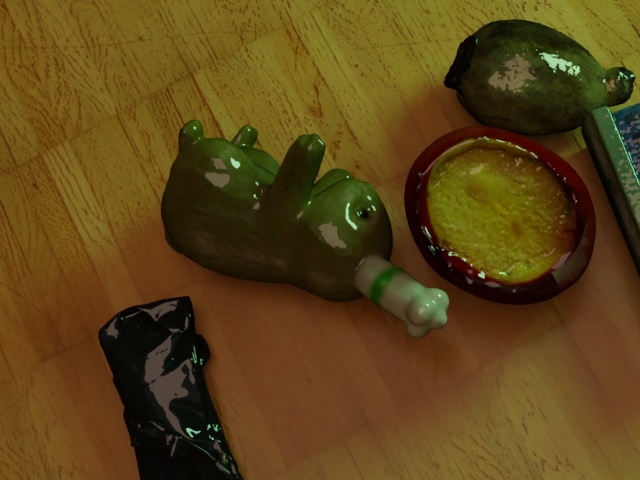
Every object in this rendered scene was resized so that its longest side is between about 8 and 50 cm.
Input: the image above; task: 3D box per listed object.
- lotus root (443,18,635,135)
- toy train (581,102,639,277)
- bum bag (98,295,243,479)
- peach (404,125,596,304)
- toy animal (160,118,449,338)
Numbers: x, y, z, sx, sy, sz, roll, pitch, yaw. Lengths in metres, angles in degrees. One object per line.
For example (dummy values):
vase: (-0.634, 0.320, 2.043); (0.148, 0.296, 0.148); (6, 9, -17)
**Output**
lotus root: (0.251, -0.182, 1.495); (0.214, 0.138, 0.138); (13, 77, 10)
toy train: (0.424, -0.041, 1.425); (0.202, 0.131, 0.299); (-19, 72, 5)
bum bag: (-0.174, 0.189, 1.493); (0.123, 0.060, 0.248); (-19, 73, 3)
peach: (0.191, -0.028, 1.402); (0.190, 0.226, 0.196); (-18, 61, 29)
toy animal: (-0.001, -0.020, 1.467); (0.363, 0.181, 0.180); (17, 90, 16)
